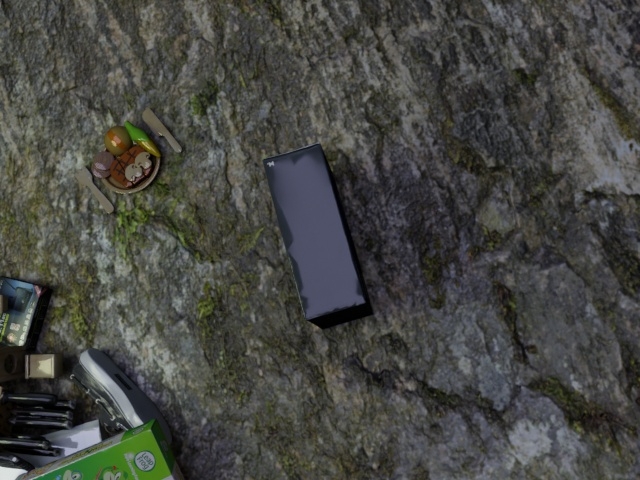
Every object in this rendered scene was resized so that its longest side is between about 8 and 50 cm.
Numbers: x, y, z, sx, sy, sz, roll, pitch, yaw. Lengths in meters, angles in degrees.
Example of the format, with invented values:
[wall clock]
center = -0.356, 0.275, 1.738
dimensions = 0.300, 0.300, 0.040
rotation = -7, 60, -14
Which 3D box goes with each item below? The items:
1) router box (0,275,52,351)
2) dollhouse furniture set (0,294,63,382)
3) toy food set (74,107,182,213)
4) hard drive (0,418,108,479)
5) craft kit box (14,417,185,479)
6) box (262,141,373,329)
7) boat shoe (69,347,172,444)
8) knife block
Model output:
[router box]
center = -0.553, 0.133, 1.287
dimensions = 0.092, 0.038, 0.122
rotation = 11, 81, 13
[dollhouse furniture set]
center = -0.550, 0.160, 1.205
dimensions = 0.182, 0.101, 0.161
rotation = -4, 85, 11
[toy food set]
center = -0.361, -0.151, 1.309
dimensions = 0.192, 0.038, 0.132
rotation = -43, 75, 0
[hard drive]
center = -0.501, 0.444, 1.196
dimensions = 0.307, 0.040, 0.203
rotation = -15, 77, -2
[craft kit box]
center = -0.327, 0.447, 1.129
dimensions = 0.246, 0.061, 0.250
rotation = -24, 97, -2
[box]
center = 0.000, 0.000, 1.142
dimensions = 0.103, 0.184, 0.261
rotation = -17, 77, 7
[boat shoe]
center = -0.348, 0.285, 1.203
dimensions = 0.228, 0.080, 0.076
rotation = 42, 95, 16
[knife block]
center = -0.565, 0.281, 1.178
dimensions = 0.242, 0.088, 0.275
rotation = -38, 70, -21
